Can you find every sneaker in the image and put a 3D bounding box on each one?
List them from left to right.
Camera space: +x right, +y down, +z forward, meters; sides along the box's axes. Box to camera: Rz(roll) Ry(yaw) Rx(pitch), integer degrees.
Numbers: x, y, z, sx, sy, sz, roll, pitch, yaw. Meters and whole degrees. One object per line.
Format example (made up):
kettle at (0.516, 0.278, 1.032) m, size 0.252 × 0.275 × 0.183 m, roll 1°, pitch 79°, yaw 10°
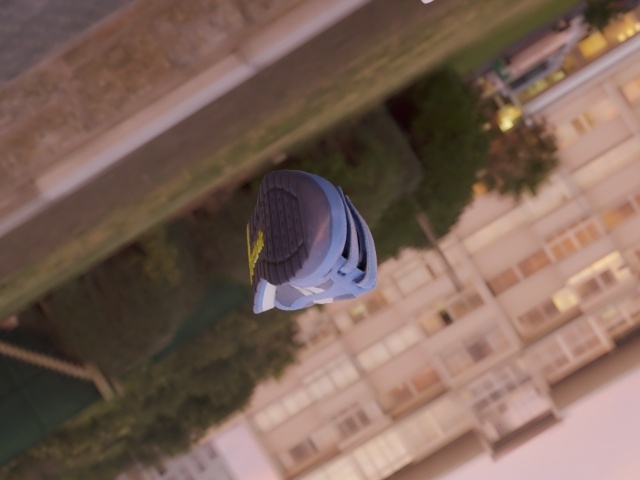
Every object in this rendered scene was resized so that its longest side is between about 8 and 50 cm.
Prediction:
sneaker at (0.000, 0.000, 0.688) m, size 0.059 × 0.053 × 0.144 m, roll -1°, pitch 170°, yaw -9°

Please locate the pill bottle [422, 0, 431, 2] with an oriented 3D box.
pill bottle at (0.083, -0.326, 1.567) m, size 0.086 × 0.152 × 0.086 m, roll -39°, pitch 172°, yaw -7°
